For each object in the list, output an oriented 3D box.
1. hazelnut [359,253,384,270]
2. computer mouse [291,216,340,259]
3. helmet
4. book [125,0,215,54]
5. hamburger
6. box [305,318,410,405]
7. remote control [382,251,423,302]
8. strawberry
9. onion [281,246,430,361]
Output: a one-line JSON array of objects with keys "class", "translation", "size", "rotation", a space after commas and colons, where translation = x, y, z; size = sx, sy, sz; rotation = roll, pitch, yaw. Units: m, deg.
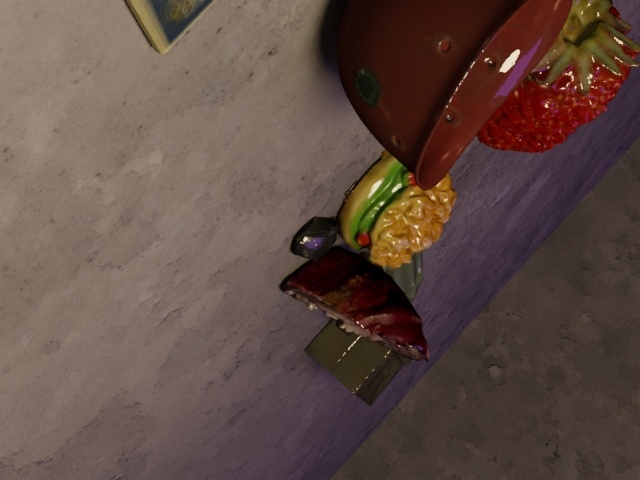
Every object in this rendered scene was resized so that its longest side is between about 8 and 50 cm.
[{"class": "hazelnut", "translation": [0.090, 0.067, 2.229], "size": [0.086, 0.086, 0.086], "rotation": [-43, 161, -19]}, {"class": "computer mouse", "translation": [0.000, 0.000, 1.928], "size": [0.079, 0.047, 0.135], "rotation": [-57, 163, 23]}, {"class": "helmet", "translation": [0.153, -0.274, 1.460], "size": [0.385, 0.230, 0.338], "rotation": [-44, 164, -45]}, {"class": "book", "translation": [-0.081, -0.350, 1.099], "size": [0.322, 0.018, 0.228], "rotation": [-47, 161, -9]}, {"class": "hamburger", "translation": [0.150, -0.050, 2.019], "size": [0.237, 0.149, 0.237], "rotation": [-44, 160, -20]}, {"class": "box", "translation": [0.090, 0.253, 2.458], "size": [0.149, 0.155, 0.231], "rotation": [-49, 163, -4]}, {"class": "remote control", "translation": [0.182, 0.056, 2.398], "size": [0.335, 0.065, 0.128], "rotation": [73, 40, -69]}, {"class": "strawberry", "translation": [0.355, -0.305, 1.901], "size": [0.292, 0.292, 0.343], "rotation": [-41, -177, -27]}, {"class": "onion", "translation": [0.097, 0.117, 2.067], "size": [0.146, 0.280, 0.314], "rotation": [-63, 164, -8]}]
